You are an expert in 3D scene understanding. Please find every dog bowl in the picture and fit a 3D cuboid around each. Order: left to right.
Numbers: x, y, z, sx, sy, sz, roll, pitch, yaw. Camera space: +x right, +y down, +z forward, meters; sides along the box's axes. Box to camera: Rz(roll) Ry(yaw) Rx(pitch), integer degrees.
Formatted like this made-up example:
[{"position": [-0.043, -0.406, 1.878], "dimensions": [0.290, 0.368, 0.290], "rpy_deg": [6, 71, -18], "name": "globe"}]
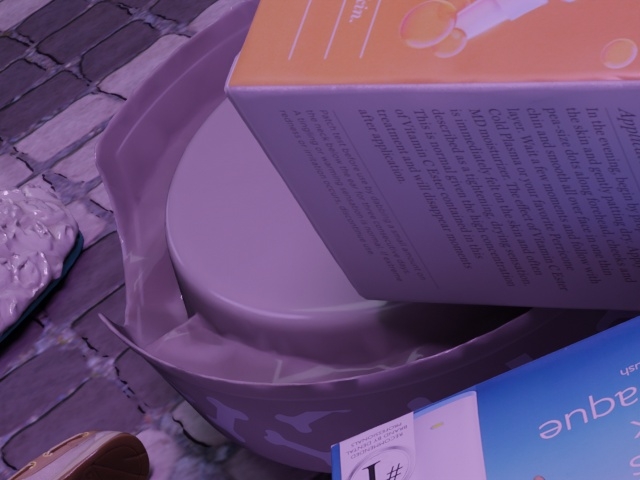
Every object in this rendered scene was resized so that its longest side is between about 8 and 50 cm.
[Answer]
[{"position": [0.045, -0.023, 1.057], "dimensions": [0.349, 0.102, 0.349], "rpy_deg": [-14, 40, 12], "name": "dog bowl"}]

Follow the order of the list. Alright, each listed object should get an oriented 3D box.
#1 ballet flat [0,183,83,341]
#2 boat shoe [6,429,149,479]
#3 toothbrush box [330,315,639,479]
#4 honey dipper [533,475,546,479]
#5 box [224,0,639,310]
[{"position": [-0.310, 0.067, 1.281], "dimensions": [0.147, 0.147, 0.409], "rpy_deg": [0, 39, 44], "name": "ballet flat"}, {"position": [-0.157, 0.150, 1.090], "dimensions": [0.135, 0.050, 0.045], "rpy_deg": [-31, 22, -24], "name": "boat shoe"}, {"position": [0.126, 0.163, 0.707], "dimensions": [0.216, 0.126, 0.295], "rpy_deg": [-24, 29, 13], "name": "toothbrush box"}, {"position": [0.021, 0.141, 0.687], "dimensions": [0.161, 0.030, 0.030], "rpy_deg": [-37, 27, 1], "name": "honey dipper"}, {"position": [0.169, -0.099, 0.842], "dimensions": [0.345, 0.168, 0.215], "rpy_deg": [1, 57, 27], "name": "box"}]
